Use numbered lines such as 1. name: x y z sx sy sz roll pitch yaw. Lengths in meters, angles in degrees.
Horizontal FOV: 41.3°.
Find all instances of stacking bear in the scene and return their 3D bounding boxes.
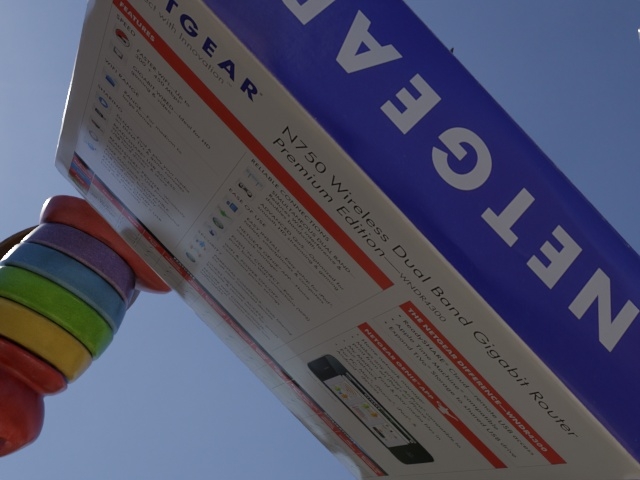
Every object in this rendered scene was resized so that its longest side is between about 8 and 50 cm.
1. stacking bear: -0.316 0.107 0.952 0.176 0.289 0.164 14 -29 24

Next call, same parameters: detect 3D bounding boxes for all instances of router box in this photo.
1. router box: 0.000 0.000 0.500 0.335 0.082 0.301 47 -27 -3

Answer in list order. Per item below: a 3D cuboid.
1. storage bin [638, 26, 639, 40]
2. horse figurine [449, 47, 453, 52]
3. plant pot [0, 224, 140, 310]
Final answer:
1. storage bin: 0.499 -0.264 1.134 0.135 0.091 0.098 -24 -59 0
2. horse figurine: 0.071 -0.039 0.744 0.174 0.066 0.263 48 -30 -14
3. plant pot: -0.370 0.081 1.230 0.238 0.237 0.109 -2 -52 -2
